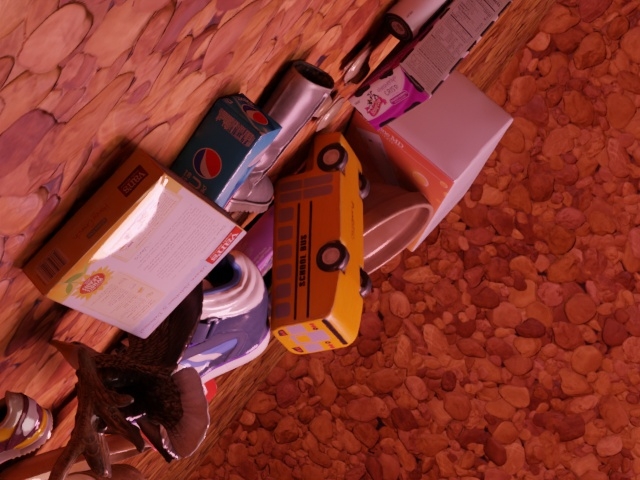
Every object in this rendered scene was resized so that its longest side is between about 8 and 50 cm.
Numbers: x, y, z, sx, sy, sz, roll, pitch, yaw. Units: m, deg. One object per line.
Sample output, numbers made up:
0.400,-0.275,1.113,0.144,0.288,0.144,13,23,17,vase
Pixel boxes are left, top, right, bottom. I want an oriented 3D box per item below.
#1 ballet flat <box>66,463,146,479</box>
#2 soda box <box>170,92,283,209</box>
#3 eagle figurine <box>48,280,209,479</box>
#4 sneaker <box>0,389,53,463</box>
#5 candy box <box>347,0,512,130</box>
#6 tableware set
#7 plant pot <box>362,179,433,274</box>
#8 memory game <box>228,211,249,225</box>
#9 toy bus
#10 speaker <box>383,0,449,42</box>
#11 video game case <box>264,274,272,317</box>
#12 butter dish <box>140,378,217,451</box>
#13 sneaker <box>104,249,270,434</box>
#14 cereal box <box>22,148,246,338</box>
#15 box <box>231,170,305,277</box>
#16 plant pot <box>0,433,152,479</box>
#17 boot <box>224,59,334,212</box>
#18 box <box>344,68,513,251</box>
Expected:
-0.409,0.400,1.879,0.342,0.116,0.124,-22,150,-11,ballet flat
-0.136,-0.067,1.535,0.210,0.067,0.071,-52,173,22,soda box
-0.223,0.165,1.616,0.226,0.225,0.298,-34,177,17,eagle figurine
-0.399,0.231,1.512,0.185,0.069,0.084,-35,136,7,sneaker
0.161,-0.281,1.959,0.233,0.071,0.159,-49,-169,-29,candy box
0.030,-0.224,1.947,0.141,0.020,0.168,-50,174,0,tableware set
0.066,-0.027,2.252,0.237,0.110,0.237,-31,163,-11,plant pot
-0.168,0.018,2.008,0.186,0.012,0.186,-48,173,-8,memory game
0.000,0.000,2.058,0.130,0.333,0.108,-12,147,20,toy bus
0.152,-0.348,1.906,0.136,0.055,0.055,-48,173,-21,speaker
-0.101,0.093,2.375,0.275,0.035,0.248,-34,-169,47,video game case
-0.268,0.227,2.120,0.160,0.118,0.160,-46,128,-32,butter dish
-0.225,0.127,1.906,0.322,0.130,0.236,-27,144,-12,sneaker
-0.189,0.010,1.409,0.173,0.047,0.240,-46,158,1,cereal box
-0.113,0.036,2.232,0.293,0.057,0.201,-48,173,-31,box
-0.361,0.318,1.918,0.236,0.032,0.236,-17,169,-3,plant pot
-0.057,-0.135,1.713,0.208,0.076,0.189,-58,174,12,boot
0.167,-0.158,2.350,0.168,0.215,0.345,-47,172,-21,box
